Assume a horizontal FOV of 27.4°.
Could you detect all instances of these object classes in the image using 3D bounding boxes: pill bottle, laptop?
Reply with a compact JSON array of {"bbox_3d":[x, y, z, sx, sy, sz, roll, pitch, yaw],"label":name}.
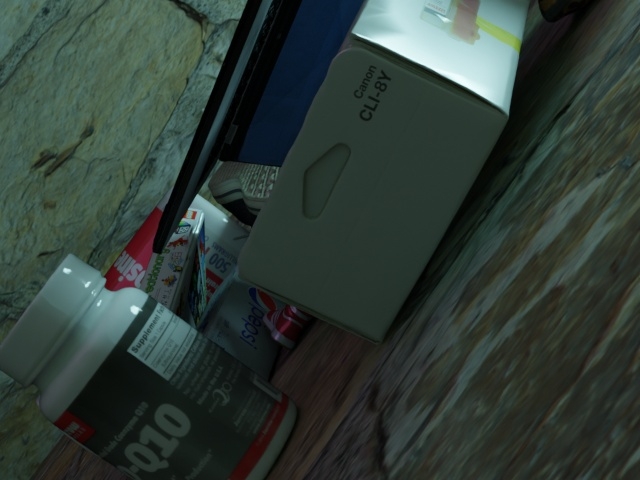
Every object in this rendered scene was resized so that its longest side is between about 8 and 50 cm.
[{"bbox_3d":[-0.253,0.134,2.041,0.407,0.229,0.229,-54,8,-2],"label":"pill bottle"},{"bbox_3d":[0.020,-0.183,1.541,0.408,0.236,0.382,-68,3,-59],"label":"laptop"},{"bbox_3d":[-0.180,0.151,1.329,0.161,0.283,0.161,-52,8,10],"label":"pill bottle"}]

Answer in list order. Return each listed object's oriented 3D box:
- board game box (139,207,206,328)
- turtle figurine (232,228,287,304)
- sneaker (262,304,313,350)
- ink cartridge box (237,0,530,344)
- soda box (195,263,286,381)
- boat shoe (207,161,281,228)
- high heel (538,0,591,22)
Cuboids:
[{"bbox_3d":[-0.196,0.131,1.753,0.193,0.053,0.305,-77,-7,-48],"label":"board game box"},{"bbox_3d":[0.000,0.000,1.563,0.234,0.118,0.175,-40,16,-20],"label":"turtle figurine"},{"bbox_3d":[-0.036,0.092,1.636,0.067,0.042,0.118,-57,15,4],"label":"sneaker"},{"bbox_3d":[0.075,-0.121,1.308,0.384,0.160,0.279,-66,2,-59],"label":"ink cartridge box"},{"bbox_3d":[-0.110,0.129,1.699,0.091,0.098,0.286,-51,9,22],"label":"soda box"},{"bbox_3d":[-0.038,-0.081,2.020,0.187,0.156,0.500,-50,15,-11],"label":"boat shoe"},{"bbox_3d":[0.246,-0.296,1.492,0.186,0.093,0.261,-54,13,-19],"label":"high heel"}]
